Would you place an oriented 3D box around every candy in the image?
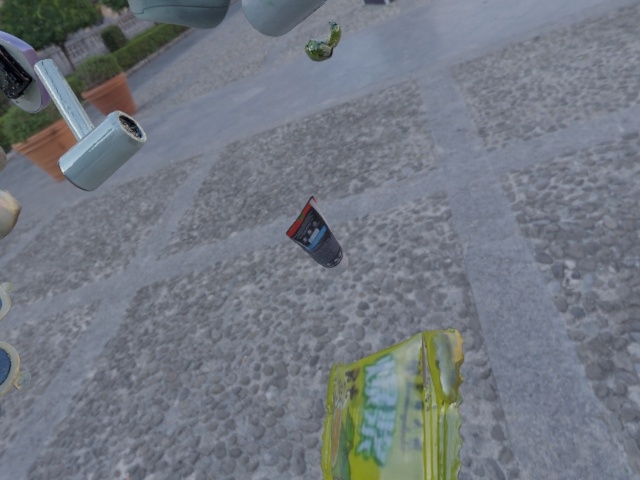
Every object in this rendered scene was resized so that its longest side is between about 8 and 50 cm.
[{"bbox_3d":[0.052,0.199,0.479,0.297,0.081,0.187,133,144,-59],"label":"candy"}]

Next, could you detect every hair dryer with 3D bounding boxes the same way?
[{"bbox_3d":[-0.393,-0.212,0.779,0.131,0.236,0.073,-37,-11,14],"label":"hair dryer"}]

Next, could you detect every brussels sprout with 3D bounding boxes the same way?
[{"bbox_3d":[0.010,-0.383,0.921,0.083,0.051,0.046,-42,29,2],"label":"brussels sprout"}]

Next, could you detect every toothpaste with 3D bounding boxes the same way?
[{"bbox_3d":[0.000,0.000,0.769,0.045,0.193,0.071,27,78,30],"label":"toothpaste"}]

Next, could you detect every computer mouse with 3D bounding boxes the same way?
[{"bbox_3d":[-0.325,-0.529,0.943,0.371,0.188,0.122,29,40,36],"label":"computer mouse"}]

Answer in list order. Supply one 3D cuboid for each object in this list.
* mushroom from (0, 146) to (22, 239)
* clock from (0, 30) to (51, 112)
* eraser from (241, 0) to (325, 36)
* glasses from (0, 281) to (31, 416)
[{"bbox_3d":[-0.639,-0.085,0.807,0.254,0.234,0.260,-42,22,10],"label":"mushroom"},{"bbox_3d":[-0.732,-0.401,1.120,0.172,0.198,0.064,-20,29,39],"label":"clock"},{"bbox_3d":[0.012,-0.303,0.450,0.227,0.081,0.174,14,76,62],"label":"eraser"},{"bbox_3d":[-0.535,0.193,0.725,0.220,0.088,0.189,-45,60,30],"label":"glasses"}]
